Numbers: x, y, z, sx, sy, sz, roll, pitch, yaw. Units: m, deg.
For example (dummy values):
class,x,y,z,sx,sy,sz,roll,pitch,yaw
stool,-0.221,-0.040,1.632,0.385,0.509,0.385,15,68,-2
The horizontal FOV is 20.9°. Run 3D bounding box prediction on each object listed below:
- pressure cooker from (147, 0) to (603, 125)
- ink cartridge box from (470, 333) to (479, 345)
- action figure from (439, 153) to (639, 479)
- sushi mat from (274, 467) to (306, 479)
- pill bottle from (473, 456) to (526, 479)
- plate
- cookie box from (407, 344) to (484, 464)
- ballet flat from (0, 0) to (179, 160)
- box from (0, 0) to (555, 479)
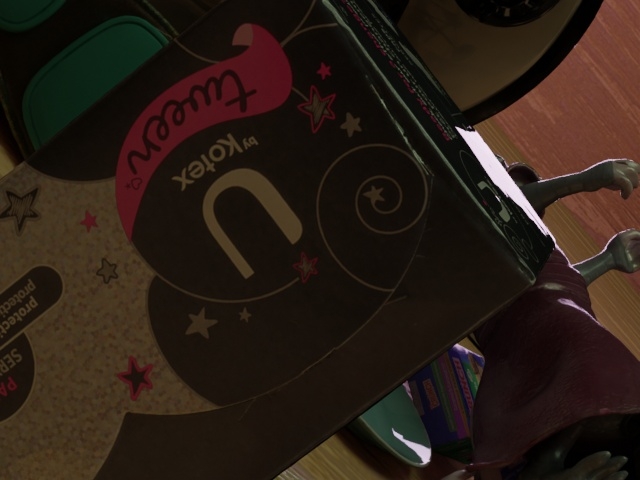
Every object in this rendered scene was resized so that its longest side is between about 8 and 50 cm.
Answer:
class,x,y,z,sx,sy,sz,roll,pitch,yaw
pressure cooker,0.032,-0.271,1.188,0.420,0.375,0.370,-85,153,-61
ink cartridge box,0.173,0.034,1.890,0.208,0.087,0.153,49,13,-25
action figure,0.166,0.070,1.395,0.370,0.275,0.248,60,4,36
sushi mat,-0.020,0.164,0.965,0.316,0.019,0.151,44,16,-35
pill bottle,0.199,0.239,1.399,0.094,0.094,0.169,37,20,-52
plate,0.018,0.095,1.290,0.188,0.024,0.188,51,12,-14
cookie box,0.113,0.135,1.447,0.107,0.040,0.092,28,43,-61
ballet flat,-0.153,-0.115,1.047,0.348,0.123,0.123,54,12,2
box,-0.050,0.017,0.716,0.163,0.247,0.142,53,11,1
